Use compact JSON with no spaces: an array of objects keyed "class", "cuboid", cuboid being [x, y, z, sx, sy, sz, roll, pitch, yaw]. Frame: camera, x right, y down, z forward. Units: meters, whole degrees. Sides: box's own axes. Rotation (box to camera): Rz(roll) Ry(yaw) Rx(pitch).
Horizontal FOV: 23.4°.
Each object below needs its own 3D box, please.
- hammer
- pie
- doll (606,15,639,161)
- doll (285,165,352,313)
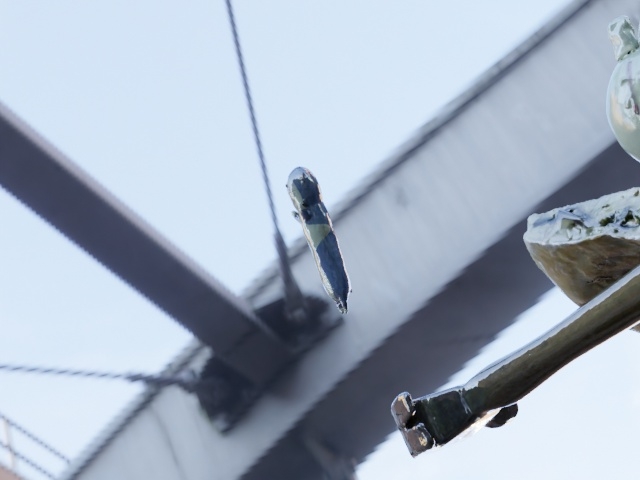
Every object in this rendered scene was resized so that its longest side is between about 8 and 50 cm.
[{"class":"hammer","cuboid":[0.215,0.026,1.006,0.440,0.044,0.168,-39,-17,34]},{"class":"pie","cuboid":[0.259,0.025,1.103,0.185,0.052,0.218,34,-26,-27]},{"class":"doll","cuboid":[0.369,-0.099,1.535,0.275,0.155,0.113,53,-126,-12]},{"class":"doll","cuboid":[0.000,0.000,1.244,0.027,0.037,0.125,-18,-93,-12]}]
